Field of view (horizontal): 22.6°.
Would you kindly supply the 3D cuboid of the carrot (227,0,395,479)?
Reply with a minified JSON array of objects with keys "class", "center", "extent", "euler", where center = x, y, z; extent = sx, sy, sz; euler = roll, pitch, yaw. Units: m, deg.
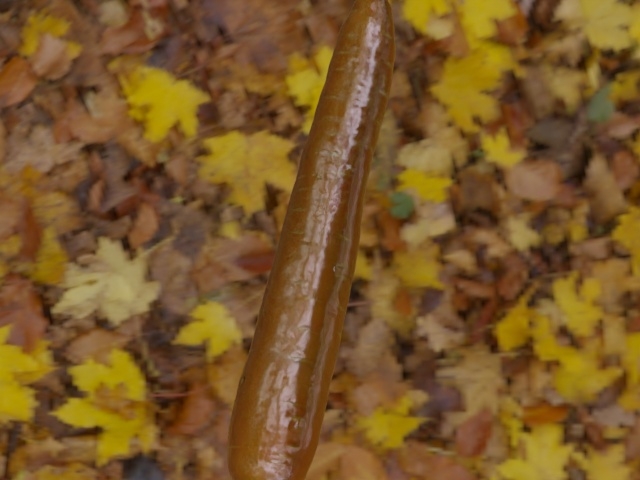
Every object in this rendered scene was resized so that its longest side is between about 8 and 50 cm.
[{"class":"carrot","center":[0.000,0.000,0.739],"extent":[0.043,0.043,0.248],"euler":[20,77,-27]}]
